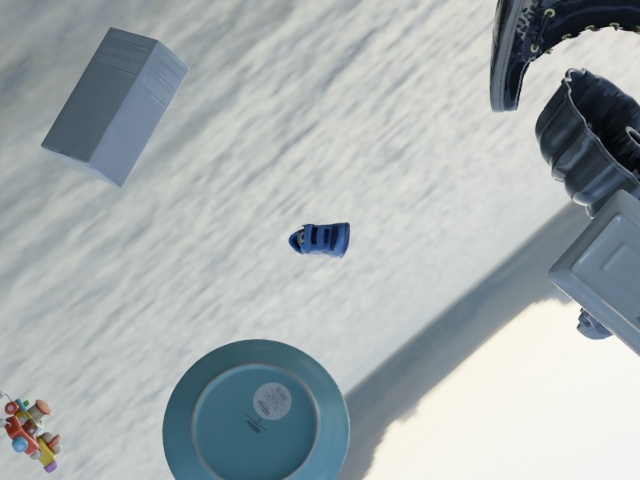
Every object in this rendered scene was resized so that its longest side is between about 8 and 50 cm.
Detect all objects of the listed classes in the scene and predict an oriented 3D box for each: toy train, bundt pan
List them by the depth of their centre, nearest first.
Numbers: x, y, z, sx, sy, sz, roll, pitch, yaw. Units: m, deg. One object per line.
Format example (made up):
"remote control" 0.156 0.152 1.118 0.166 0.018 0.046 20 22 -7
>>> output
"toy train" -0.385 0.237 1.639 0.046 0.125 0.166 -37 -146 -6
"bundt pan" 0.495 -0.135 2.110 0.124 0.331 0.331 -46 171 31

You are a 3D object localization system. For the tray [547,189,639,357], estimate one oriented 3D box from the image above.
"tray" 0.407 0.070 1.464 0.145 0.270 0.030 -51 154 9

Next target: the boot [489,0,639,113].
"boot" 0.426 -0.354 1.990 0.138 0.284 0.377 -81 179 -55

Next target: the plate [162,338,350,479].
"plate" -0.065 0.185 1.234 0.188 0.188 0.024 -39 163 -13

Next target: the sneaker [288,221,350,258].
"sneaker" 0.000 0.000 1.873 0.144 0.059 0.053 -20 -121 63

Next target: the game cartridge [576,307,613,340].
"game cartridge" 0.478 0.027 1.701 0.196 0.060 0.294 -53 -176 -25

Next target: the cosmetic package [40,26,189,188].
"cosmetic package" -0.334 -0.217 2.023 0.107 0.127 0.238 37 78 -53
